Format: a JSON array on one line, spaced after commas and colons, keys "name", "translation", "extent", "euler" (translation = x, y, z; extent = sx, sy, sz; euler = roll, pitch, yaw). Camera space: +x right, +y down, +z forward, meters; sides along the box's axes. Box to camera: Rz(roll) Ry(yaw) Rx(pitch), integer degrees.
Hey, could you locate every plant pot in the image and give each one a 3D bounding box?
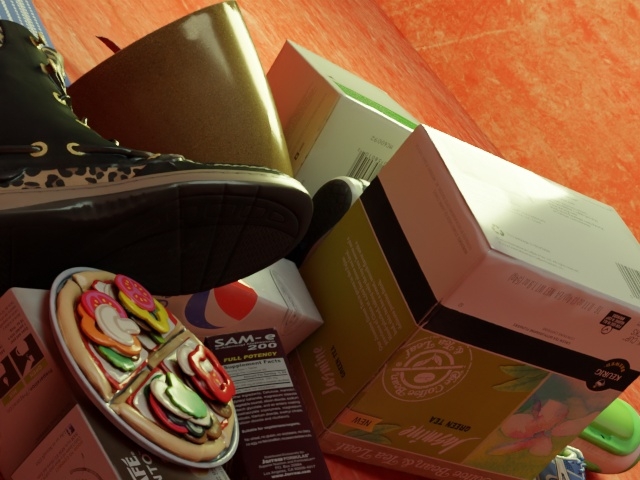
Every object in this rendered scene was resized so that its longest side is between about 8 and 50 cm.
[{"name": "plant pot", "translation": [-0.137, -0.105, 1.449], "extent": [0.254, 0.237, 0.237], "euler": [61, 19, -2]}]

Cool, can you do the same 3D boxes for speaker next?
[{"name": "speaker", "translation": [0.382, 0.270, 1.930], "extent": [0.296, 0.131, 0.131], "euler": [29, 26, -42]}]

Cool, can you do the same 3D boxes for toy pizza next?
[{"name": "toy pizza", "translation": [-0.133, 0.094, 1.012], "extent": [0.201, 0.032, 0.201], "euler": [43, 17, -17]}]

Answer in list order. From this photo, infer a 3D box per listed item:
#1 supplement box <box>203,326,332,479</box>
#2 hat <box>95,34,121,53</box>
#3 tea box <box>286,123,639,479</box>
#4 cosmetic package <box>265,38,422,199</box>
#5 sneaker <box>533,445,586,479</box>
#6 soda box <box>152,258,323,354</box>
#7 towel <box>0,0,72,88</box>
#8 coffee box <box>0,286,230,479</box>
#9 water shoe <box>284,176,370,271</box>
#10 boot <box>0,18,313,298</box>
[{"name": "supplement box", "translation": [-0.048, 0.208, 1.111], "extent": [0.073, 0.130, 0.239], "euler": [-5, 44, -18]}, {"name": "hat", "translation": [-0.190, -0.140, 1.650], "extent": [0.173, 0.183, 0.209], "euler": [37, 57, -77]}, {"name": "tea box", "translation": [0.171, 0.093, 1.454], "extent": [0.329, 0.323, 0.220], "euler": [19, 33, -34]}, {"name": "cosmetic package", "translation": [0.028, -0.143, 1.774], "extent": [0.197, 0.155, 0.365], "euler": [25, 13, -21]}, {"name": "sneaker", "translation": [0.308, 0.313, 1.595], "extent": [0.211, 0.081, 0.080], "euler": [49, 18, 0]}, {"name": "soda box", "translation": [-0.129, 0.043, 1.330], "extent": [0.286, 0.091, 0.098], "euler": [27, 29, -46]}, {"name": "towel", "translation": [-0.438, -0.289, 1.415], "extent": [0.336, 0.040, 0.243], "euler": [27, 26, -50]}, {"name": "coffee box", "translation": [-0.171, 0.164, 0.994], "extent": [0.246, 0.098, 0.141], "euler": [56, 21, 22]}, {"name": "water shoe", "translation": [0.000, 0.000, 1.517], "extent": [0.080, 0.203, 0.073], "euler": [1, 58, -43]}, {"name": "boot", "translation": [-0.220, -0.081, 1.164], "extent": [0.377, 0.138, 0.284], "euler": [-8, 45, -25]}]
